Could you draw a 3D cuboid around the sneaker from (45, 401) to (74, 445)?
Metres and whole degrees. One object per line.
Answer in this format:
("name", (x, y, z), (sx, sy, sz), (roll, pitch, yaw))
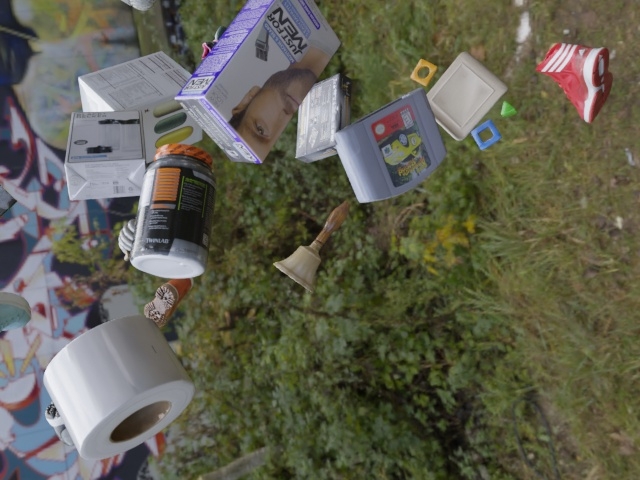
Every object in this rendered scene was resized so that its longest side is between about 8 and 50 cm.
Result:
("sneaker", (-0.495, 0.365, 1.438), (0.100, 0.271, 0.108), (7, 117, 40))

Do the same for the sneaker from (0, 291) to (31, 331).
("sneaker", (-0.815, 0.205, 1.475), (0.366, 0.135, 0.150), (44, -157, -73))

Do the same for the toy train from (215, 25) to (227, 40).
("toy train", (-0.316, -0.594, 2.181), (0.190, 0.142, 0.334), (57, -129, -74))

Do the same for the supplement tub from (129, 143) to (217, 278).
("supplement tub", (-0.224, -0.046, 0.969), (0.117, 0.116, 0.191), (123, 153, -66))

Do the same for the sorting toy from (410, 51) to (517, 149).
("sorting toy", (0.400, -0.402, 1.745), (0.196, 0.047, 0.348), (-48, 63, 17))

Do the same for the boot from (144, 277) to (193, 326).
("boot", (-0.331, 0.131, 1.371), (0.059, 0.084, 0.158), (45, 131, 0))

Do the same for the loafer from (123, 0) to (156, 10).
("loafer", (-0.526, -0.672, 1.471), (0.112, 0.319, 0.112), (-63, 23, -2))

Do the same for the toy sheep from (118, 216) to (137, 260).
("toy sheep", (-0.452, -0.001, 1.524), (0.132, 0.091, 0.091), (-54, 37, 19))

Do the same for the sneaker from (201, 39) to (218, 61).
("sneaker", (-0.293, -0.468, 1.644), (0.047, 0.057, 0.120), (20, 116, 34))

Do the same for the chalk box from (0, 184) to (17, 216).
("chalk box", (-0.910, -0.068, 1.575), (0.132, 0.213, 0.132), (-7, 129, 46))

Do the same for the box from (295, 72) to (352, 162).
("box", (0.009, -0.368, 1.896), (0.183, 0.056, 0.231), (-12, 70, 46))

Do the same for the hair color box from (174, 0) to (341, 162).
("hair color box", (-0.113, -0.341, 1.239), (0.110, 0.339, 0.185), (12, 153, 44))

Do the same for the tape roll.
("tape roll", (-0.394, 0.291, 1.235), (0.169, 0.246, 0.246), (51, 152, 24))

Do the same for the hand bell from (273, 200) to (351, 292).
("hand bell", (0.000, 0.000, 1.594), (0.242, 0.126, 0.126), (-54, 21, -3))

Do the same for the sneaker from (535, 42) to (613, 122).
("sneaker", (0.516, -0.333, 1.273), (0.128, 0.087, 0.221), (31, 169, 30))

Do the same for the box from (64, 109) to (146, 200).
("box", (-0.485, -0.203, 1.420), (0.290, 0.169, 0.087), (-115, 24, -54))

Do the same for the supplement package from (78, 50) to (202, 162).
("supplement package", (-0.490, -0.361, 1.727), (0.198, 0.262, 0.199), (41, 142, 24))

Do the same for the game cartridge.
("game cartridge", (0.174, -0.213, 1.439), (0.060, 0.294, 0.196), (2, 120, 52))
